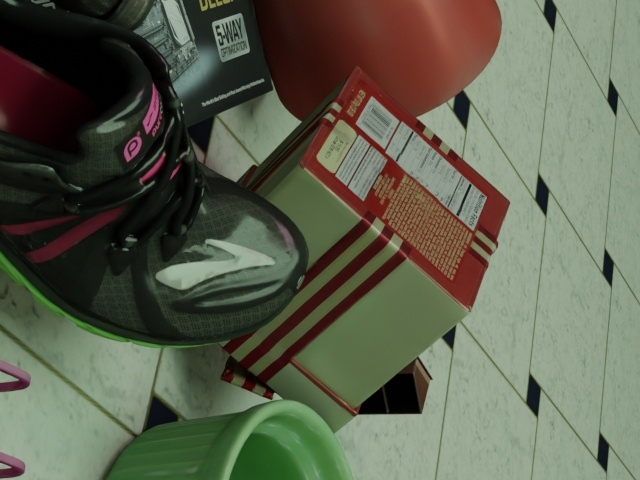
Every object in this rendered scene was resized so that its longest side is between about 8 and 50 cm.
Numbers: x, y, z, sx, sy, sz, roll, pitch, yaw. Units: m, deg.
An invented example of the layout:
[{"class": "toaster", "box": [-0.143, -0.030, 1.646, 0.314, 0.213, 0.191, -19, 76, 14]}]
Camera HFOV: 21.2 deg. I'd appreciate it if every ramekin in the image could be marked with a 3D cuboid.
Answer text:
[{"class": "ramekin", "box": [-0.088, 0.306, 1.622, 0.303, 0.148, 0.303, 21, 66, -61]}]

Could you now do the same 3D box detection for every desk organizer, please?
[{"class": "desk organizer", "box": [0.056, 0.167, 1.956, 0.047, 0.130, 0.050, 57, 39, -43]}]

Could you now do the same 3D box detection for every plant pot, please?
[{"class": "plant pot", "box": [0.033, -0.293, 1.842, 0.275, 0.275, 0.243, -71, 146, -40]}]

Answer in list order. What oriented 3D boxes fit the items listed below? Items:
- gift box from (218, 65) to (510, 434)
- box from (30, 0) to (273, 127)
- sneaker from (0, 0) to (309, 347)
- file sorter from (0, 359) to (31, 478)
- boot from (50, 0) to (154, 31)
[{"class": "gift box", "box": [0.000, 0.000, 1.725, 0.276, 0.258, 0.255, 43, 33, -4]}, {"class": "box", "box": [-0.169, -0.226, 1.652, 0.307, 0.076, 0.242, -32, 113, -60]}, {"class": "sneaker", "box": [-0.178, -0.054, 1.357, 0.483, 0.202, 0.185, 31, 60, -36]}, {"class": "file sorter", "box": [-0.322, 0.206, 1.146, 0.202, 0.182, 0.291, 36, 54, -55]}, {"class": "boot", "box": [-0.266, -0.258, 1.333, 0.229, 0.263, 0.091, 19, 100, -49]}]
